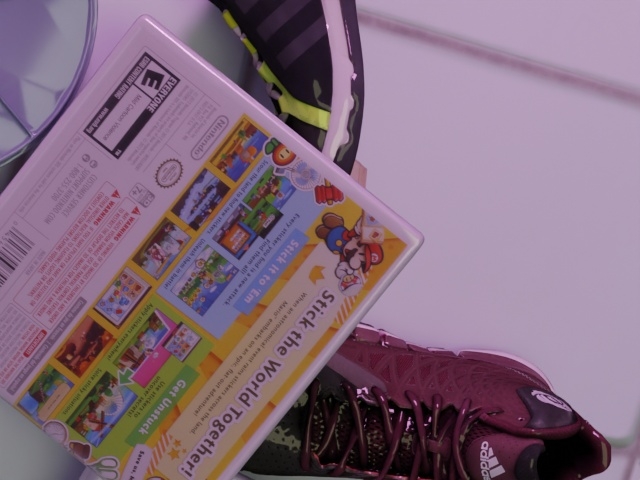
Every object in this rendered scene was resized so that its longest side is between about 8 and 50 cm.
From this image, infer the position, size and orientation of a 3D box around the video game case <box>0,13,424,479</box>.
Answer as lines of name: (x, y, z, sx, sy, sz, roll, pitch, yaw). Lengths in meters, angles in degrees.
video game case: (-0.090, 0.022, 0.985, 0.206, 0.026, 0.227, 39, 96, 0)

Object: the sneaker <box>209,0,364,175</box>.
sneaker: (-0.030, -0.135, 1.020, 0.097, 0.084, 0.235, -3, 88, -8)

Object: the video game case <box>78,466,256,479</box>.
video game case: (-0.111, 0.273, 1.064, 0.204, 0.025, 0.285, 30, 90, -27)

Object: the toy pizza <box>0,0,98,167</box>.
toy pizza: (-0.223, -0.130, 0.955, 0.201, 0.032, 0.201, -6, 104, -25)

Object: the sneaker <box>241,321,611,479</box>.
sneaker: (0.060, 0.114, 1.069, 0.281, 0.162, 0.106, 2, 101, -26)

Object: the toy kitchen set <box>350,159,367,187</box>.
toy kitchen set: (0.000, 0.000, 1.090, 0.068, 0.075, 0.083, 38, 124, -24)
